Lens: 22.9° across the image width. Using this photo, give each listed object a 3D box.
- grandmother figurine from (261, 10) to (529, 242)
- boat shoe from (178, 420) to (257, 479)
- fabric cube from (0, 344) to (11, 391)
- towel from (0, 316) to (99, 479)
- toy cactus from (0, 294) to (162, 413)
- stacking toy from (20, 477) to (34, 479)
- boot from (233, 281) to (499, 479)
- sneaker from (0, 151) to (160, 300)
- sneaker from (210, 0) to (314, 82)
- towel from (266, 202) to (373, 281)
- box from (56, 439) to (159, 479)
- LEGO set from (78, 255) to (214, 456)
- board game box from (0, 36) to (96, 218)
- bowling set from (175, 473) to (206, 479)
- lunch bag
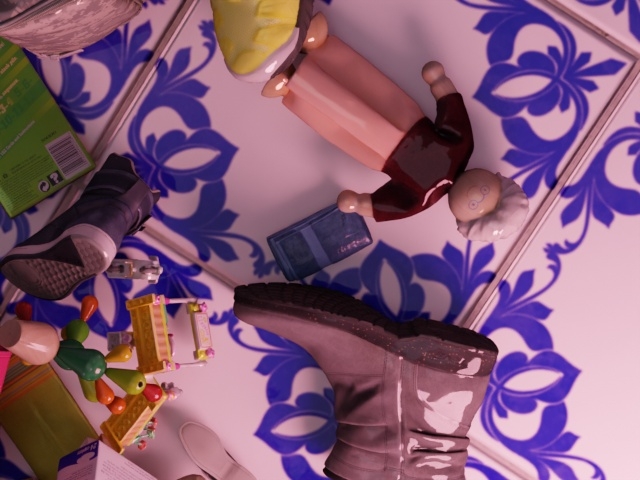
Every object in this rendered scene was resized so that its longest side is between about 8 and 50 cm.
[{"bbox_3d":[0.095,-0.111,1.878,0.342,0.104,0.208,36,106,4],"label":"grandmother figurine"},{"bbox_3d":[-0.130,0.275,1.972,0.125,0.038,0.046,40,66,0],"label":"boat shoe"},{"bbox_3d":[-0.560,0.212,1.855,0.259,0.254,0.258,17,94,35],"label":"fabric cube"},{"bbox_3d":[-0.355,0.218,2.001,0.102,0.021,0.237,-33,92,12],"label":"towel"},{"bbox_3d":[-0.298,0.122,1.846,0.219,0.180,0.112,33,92,32],"label":"toy cactus"},{"bbox_3d":[-0.439,0.460,1.913,0.309,0.279,0.130,-35,105,8],"label":"stacking toy"},{"bbox_3d":[0.033,0.188,1.911,0.338,0.118,0.222,17,103,9],"label":"boot"},{"bbox_3d":[-0.290,-0.018,1.939,0.226,0.163,0.086,-18,124,46],"label":"sneaker"},{"bbox_3d":[-0.097,-0.374,1.826,0.145,0.147,0.384,-1,90,36],"label":"sneaker"},{"bbox_3d":[0.000,0.000,1.933,0.119,0.029,0.067,-26,93,8],"label":"towel"},{"bbox_3d":[-0.253,0.332,1.886,0.072,0.137,0.126,-27,131,27],"label":"box"},{"bbox_3d":[-0.205,0.163,1.948,0.132,0.107,0.287,12,98,38],"label":"LEGO set"},{"bbox_3d":[-0.396,-0.167,1.938,0.124,0.039,0.259,-33,94,-12],"label":"board game box"},{"bbox_3d":[-0.141,0.451,1.927,0.154,0.287,0.200,-35,125,15],"label":"bowling set"},{"bbox_3d":[-0.299,-0.335,1.798,0.212,0.305,0.256,41,95,3],"label":"lunch bag"}]
